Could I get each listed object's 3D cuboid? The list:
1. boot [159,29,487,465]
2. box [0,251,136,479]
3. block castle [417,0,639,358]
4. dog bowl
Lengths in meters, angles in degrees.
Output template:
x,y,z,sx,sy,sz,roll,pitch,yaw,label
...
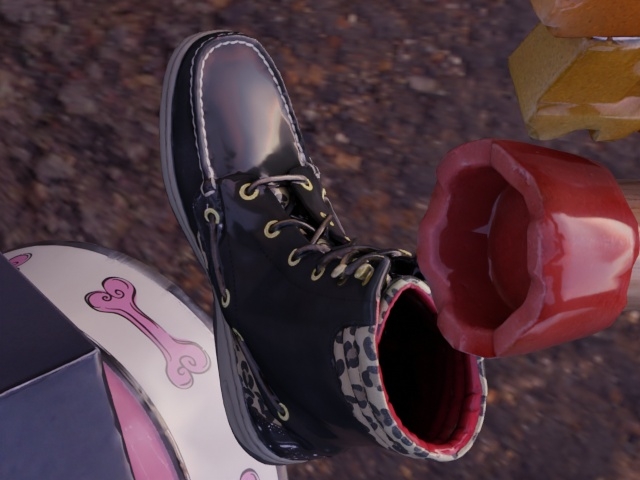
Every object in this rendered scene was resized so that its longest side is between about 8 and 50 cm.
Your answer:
x,y,z,sx,sy,sz,roll,pitch,yaw,label
0.002,0.001,0.917,0.085,0.178,0.236,-13,94,-28,boot
-0.239,0.163,1.189,0.182,0.296,0.294,-25,123,-21,box
0.202,-0.013,0.539,0.212,0.453,0.303,-1,58,-29,block castle
-0.232,0.213,1.571,0.150,0.408,0.408,-27,109,-54,dog bowl
